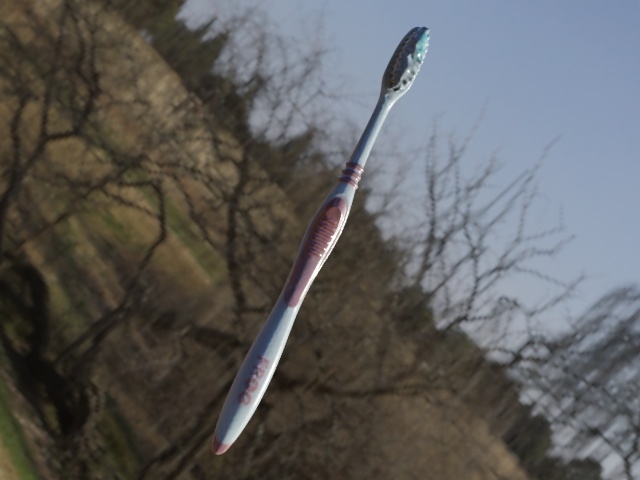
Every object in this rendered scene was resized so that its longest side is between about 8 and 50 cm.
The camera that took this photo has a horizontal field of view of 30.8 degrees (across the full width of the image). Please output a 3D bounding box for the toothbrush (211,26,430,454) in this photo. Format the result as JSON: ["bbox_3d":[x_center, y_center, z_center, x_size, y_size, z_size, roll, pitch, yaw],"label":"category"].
[{"bbox_3d":[0.000,0.000,0.472,0.013,0.193,0.019,26,0,-9],"label":"toothbrush"}]
